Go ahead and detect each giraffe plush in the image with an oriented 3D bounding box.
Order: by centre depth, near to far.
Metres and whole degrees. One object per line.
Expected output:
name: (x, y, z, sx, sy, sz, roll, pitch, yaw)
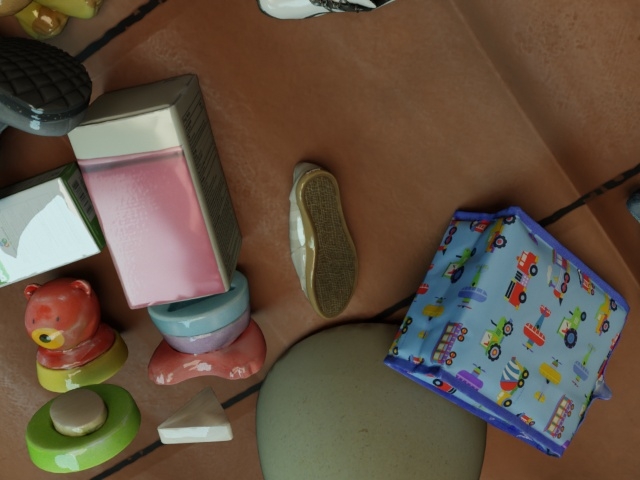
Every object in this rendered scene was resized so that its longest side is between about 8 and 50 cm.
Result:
giraffe plush: (-0.336, -0.300, 0.887, 0.210, 0.170, 0.181, 27, 113, -10)

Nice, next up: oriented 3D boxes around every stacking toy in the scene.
stacking toy: (-0.229, 0.128, 1.029, 0.308, 0.279, 0.130, -10, 116, 2)

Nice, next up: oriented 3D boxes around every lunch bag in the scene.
lunch bag: (0.264, 0.126, 1.058, 0.293, 0.138, 0.221, 32, 77, -21)

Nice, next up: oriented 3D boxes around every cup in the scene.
cup: (0.067, 0.309, 1.114, 0.331, 0.237, 0.331, 1, 118, 2)

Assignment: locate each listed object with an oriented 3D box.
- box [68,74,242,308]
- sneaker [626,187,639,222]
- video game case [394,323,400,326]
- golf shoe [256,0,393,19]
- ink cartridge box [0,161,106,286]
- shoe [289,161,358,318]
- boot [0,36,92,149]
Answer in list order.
box: (-0.187, -0.059, 1.007, 0.126, 0.149, 0.232, -11, 113, 7)
sneaker: (0.461, 0.055, 1.068, 0.122, 0.110, 0.283, -39, 108, 21)
video game case: (0.109, 0.183, 1.188, 0.087, 0.011, 0.122, 28, 112, -12)
golf shoe: (0.021, -0.285, 0.929, 0.198, 0.094, 0.077, -13, 115, 9)
ink cartridge box: (-0.387, -0.011, 1.082, 0.209, 0.062, 0.109, -19, 113, 10)
shoe: (0.000, 0.000, 1.087, 0.076, 0.058, 0.219, -21, 121, -23)
boot: (-0.372, -0.116, 0.948, 0.338, 0.118, 0.223, 29, 121, 36)
